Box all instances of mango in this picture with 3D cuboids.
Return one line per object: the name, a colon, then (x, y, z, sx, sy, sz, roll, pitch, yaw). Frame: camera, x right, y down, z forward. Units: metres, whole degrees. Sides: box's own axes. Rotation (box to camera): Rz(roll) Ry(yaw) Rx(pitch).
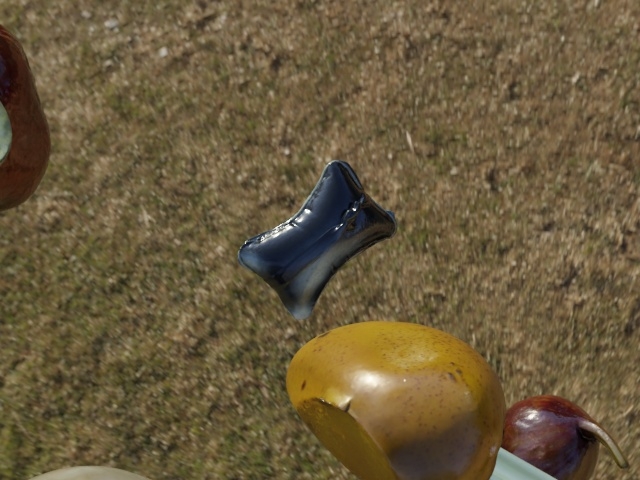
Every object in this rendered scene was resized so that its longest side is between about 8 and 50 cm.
mango: (0.082, 0.173, 1.117, 0.191, 0.160, 0.290, -29, 33, -32)

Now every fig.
fig: (0.384, 0.318, 1.624, 0.207, 0.175, 0.175, -44, 59, 40)

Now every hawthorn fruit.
hawthorn fruit: (-0.415, -0.154, 1.171, 0.224, 0.224, 0.261, 23, 108, 17)

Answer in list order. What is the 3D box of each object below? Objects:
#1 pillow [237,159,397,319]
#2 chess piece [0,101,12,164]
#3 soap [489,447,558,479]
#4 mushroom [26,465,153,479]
pillow: (-0.001, -0.001, 0.934, 0.135, 0.091, 0.055, -43, 45, -1)
chess piece: (-0.403, -0.037, 0.957, 0.251, 0.144, 0.144, -46, 60, 37)
soap: (0.216, 0.354, 1.355, 0.265, 0.160, 0.087, 27, 33, 22)
mushroom: (-0.148, 0.309, 0.725, 0.290, 0.297, 0.298, -18, 60, 43)
